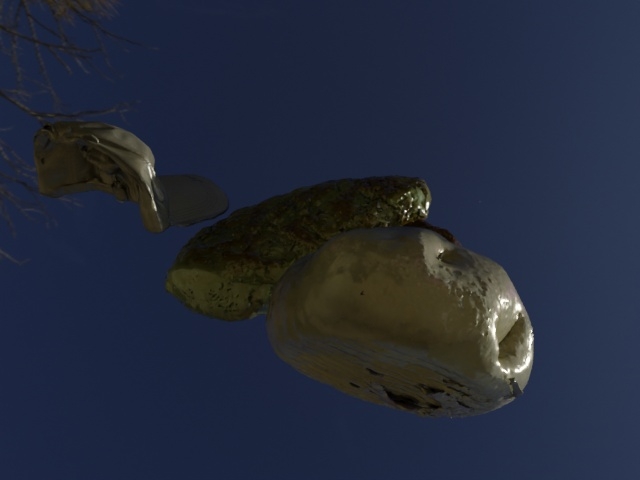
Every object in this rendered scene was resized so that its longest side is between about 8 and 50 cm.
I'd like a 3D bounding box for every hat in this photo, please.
[{"bbox_3d":[-0.245,-0.104,0.806,0.214,0.244,0.149,16,-60,22],"label":"hat"}]

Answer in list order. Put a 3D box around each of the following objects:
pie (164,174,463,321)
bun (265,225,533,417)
[{"bbox_3d":[-0.024,0.002,0.951,0.417,0.395,0.181,-9,-79,-5],"label":"pie"},{"bbox_3d":[0.081,0.082,0.619,0.272,0.273,0.169,8,-120,14],"label":"bun"}]
